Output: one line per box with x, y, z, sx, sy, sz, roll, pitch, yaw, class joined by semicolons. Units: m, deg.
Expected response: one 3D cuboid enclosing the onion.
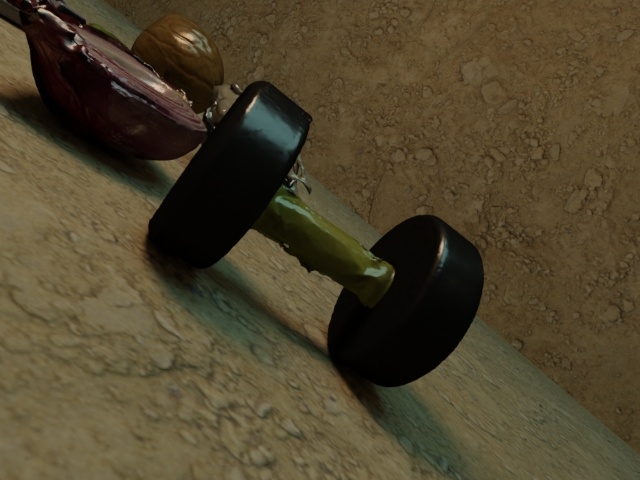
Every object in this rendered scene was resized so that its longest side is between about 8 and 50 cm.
-0.288;-0.198;0.736;0.227;0.120;0.284;46;8;32;onion

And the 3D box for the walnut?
-0.325;-0.396;1.332;0.228;0.228;0.228;38;9;-7;walnut

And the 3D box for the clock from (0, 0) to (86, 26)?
-0.559;-0.458;1.093;0.186;0.083;0.253;45;11;35;clock

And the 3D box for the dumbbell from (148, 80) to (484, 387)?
0.000;0.000;0.636;0.323;0.203;0.203;36;9;-16;dumbbell

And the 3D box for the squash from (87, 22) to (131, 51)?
-0.473;-0.424;1.285;0.069;0.069;0.239;38;2;-3;squash

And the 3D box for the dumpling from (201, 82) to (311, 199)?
-0.140;-0.145;1.057;0.163;0.204;0.292;-26;78;-47;dumpling
